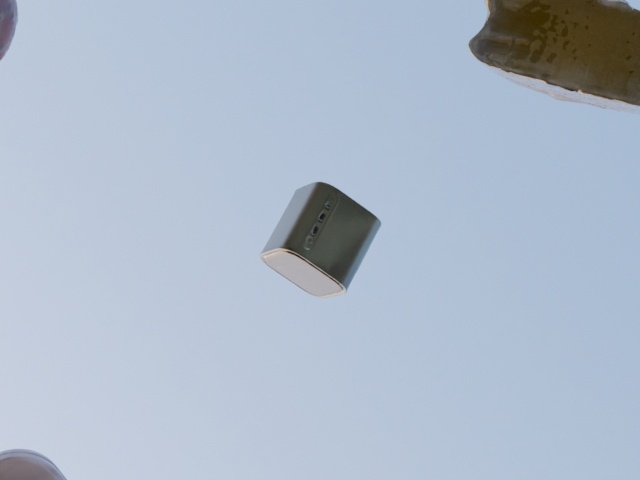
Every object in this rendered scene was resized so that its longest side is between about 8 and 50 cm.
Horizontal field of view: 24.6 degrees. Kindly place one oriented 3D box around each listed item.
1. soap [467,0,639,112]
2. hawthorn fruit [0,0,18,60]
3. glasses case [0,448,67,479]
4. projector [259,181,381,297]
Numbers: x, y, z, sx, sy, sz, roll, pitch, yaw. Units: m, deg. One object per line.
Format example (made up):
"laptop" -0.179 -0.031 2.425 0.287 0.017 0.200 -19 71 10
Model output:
"soap" 0.228 -0.170 1.296 0.173 0.274 0.089 17 -84 10
"hawthorn fruit" -0.429 -0.228 1.442 0.258 0.261 0.258 26 -59 57
"glasses case" -0.199 0.301 1.197 0.113 0.075 0.297 -36 -72 -12
"projector" 0.000 0.000 1.460 0.083 0.083 0.082 35 -111 -17
